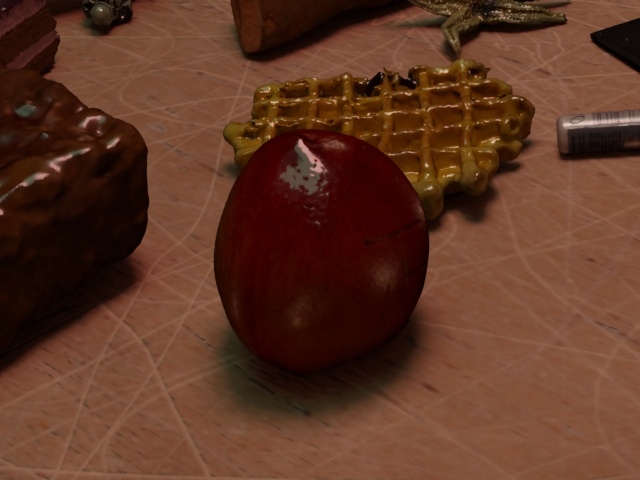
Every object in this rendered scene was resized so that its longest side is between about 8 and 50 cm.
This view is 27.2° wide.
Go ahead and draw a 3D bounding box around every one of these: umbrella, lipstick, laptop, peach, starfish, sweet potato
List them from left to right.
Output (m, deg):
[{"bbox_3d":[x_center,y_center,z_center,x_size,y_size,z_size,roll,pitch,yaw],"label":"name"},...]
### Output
[{"bbox_3d":[-0.269,-0.319,1.721,0.067,0.062,0.143,22,36,-7],"label":"umbrella"},{"bbox_3d":[0.000,0.000,1.078,0.197,0.197,0.197,-7,35,5],"label":"peach"},{"bbox_3d":[0.039,-0.339,1.602,0.336,0.131,0.131,-25,37,-19],"label":"sweet potato"},{"bbox_3d":[0.183,-0.285,1.551,0.223,0.050,0.217,11,55,-1],"label":"starfish"},{"bbox_3d":[0.301,-0.108,1.286,0.141,0.040,0.040,-3,36,9],"label":"lipstick"},{"bbox_3d":[0.398,-0.206,1.420,0.135,0.016,0.197,-20,36,-16],"label":"laptop"}]

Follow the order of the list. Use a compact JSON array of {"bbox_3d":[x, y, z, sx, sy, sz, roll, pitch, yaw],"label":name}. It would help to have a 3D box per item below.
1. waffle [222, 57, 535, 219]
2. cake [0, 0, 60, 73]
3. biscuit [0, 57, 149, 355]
[{"bbox_3d":[0.060,-0.104,1.325,0.283,0.065,0.309,-34,45,-27],"label":"waffle"},{"bbox_3d":[-0.407,-0.187,1.520,0.112,0.116,0.295,22,48,32],"label":"cake"},{"bbox_3d":[-0.381,-0.010,1.213,0.395,0.166,0.342,-33,42,-26],"label":"biscuit"}]
